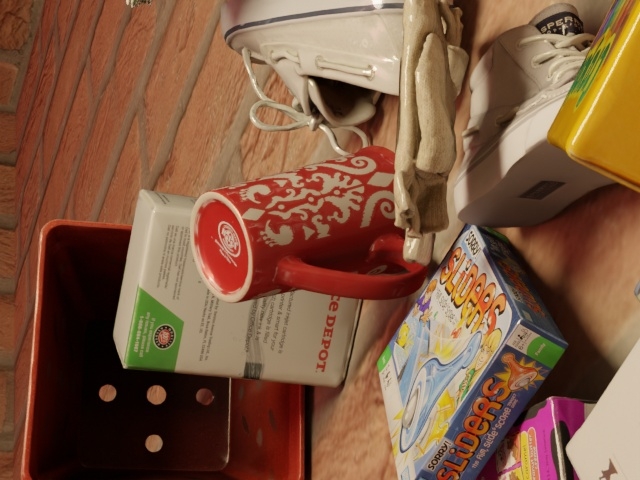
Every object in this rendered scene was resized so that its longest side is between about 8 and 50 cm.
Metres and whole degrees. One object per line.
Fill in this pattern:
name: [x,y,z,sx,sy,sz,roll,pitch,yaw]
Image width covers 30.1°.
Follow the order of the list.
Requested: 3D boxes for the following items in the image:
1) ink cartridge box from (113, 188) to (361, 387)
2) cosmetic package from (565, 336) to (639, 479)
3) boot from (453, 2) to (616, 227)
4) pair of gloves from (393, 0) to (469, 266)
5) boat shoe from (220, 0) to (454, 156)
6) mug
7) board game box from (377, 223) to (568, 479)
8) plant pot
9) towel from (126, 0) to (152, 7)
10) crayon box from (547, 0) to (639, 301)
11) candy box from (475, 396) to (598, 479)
ink cartridge box: [-0.073,0.046,1.103,0.087,0.208,0.153,-140,61,-68]
cosmetic package: [0.252,0.122,0.425,0.377,0.097,0.284,-109,36,-48]
boot: [0.148,-0.095,0.741,0.258,0.095,0.123,146,128,-69]
pair of gloves: [0.078,-0.092,0.816,0.240,0.042,0.204,55,-142,-77]
boat shoe: [0.010,-0.154,1.097,0.367,0.136,0.156,10,102,61]
mug: [-0.002,-0.010,0.968,0.150,0.169,0.113,8,107,53]
board game box: [0.093,0.076,0.795,0.136,0.035,0.201,-59,11,14]
plant pot: [-0.167,0.147,1.268,0.236,0.267,0.267,122,150,-69]
towel: [-0.150,-0.294,1.040,0.113,0.023,0.152,127,142,-51]
crayon box: [0.181,-0.121,0.497,0.323,0.083,0.203,-65,-5,9]
candy box: [0.121,0.210,0.753,0.233,0.071,0.159,135,138,-55]
